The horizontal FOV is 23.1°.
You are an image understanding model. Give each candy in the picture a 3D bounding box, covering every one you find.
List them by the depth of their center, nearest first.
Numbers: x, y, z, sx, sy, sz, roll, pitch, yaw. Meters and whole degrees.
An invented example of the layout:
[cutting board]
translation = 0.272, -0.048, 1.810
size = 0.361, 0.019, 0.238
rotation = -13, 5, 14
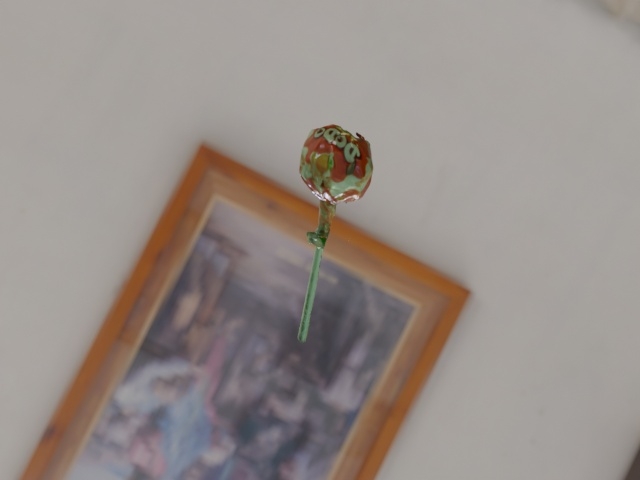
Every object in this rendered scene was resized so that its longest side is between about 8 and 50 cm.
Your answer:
[candy]
translation = 0.000, 0.000, 1.110
size = 0.049, 0.184, 0.055
rotation = -22, -134, -39
